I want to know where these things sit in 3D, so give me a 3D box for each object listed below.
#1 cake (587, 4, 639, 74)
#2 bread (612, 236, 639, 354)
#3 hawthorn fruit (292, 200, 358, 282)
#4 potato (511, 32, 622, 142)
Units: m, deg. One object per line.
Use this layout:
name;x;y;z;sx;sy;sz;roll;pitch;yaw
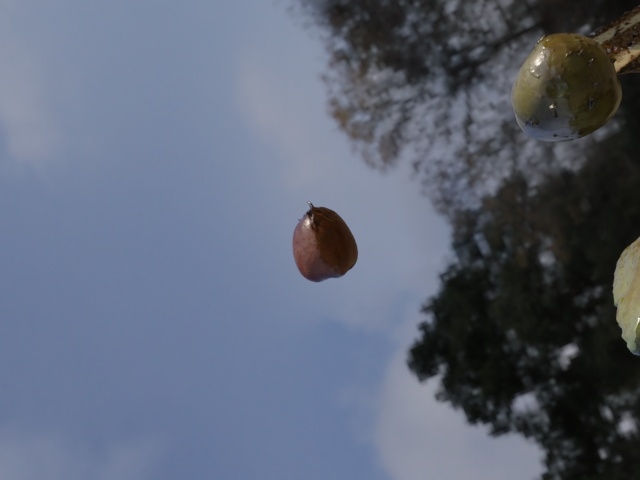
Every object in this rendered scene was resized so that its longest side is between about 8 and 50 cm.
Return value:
cake;0.396;-0.247;1.482;0.112;0.246;0.135;-153;65;-62
bread;0.472;0.106;1.194;0.395;0.239;0.264;35;-146;-9
hawthorn fruit;0.000;0.000;1.615;0.081;0.081;0.093;-61;-48;-67
potato;0.204;-0.120;1.107;0.138;0.091;0.070;46;-157;-67
